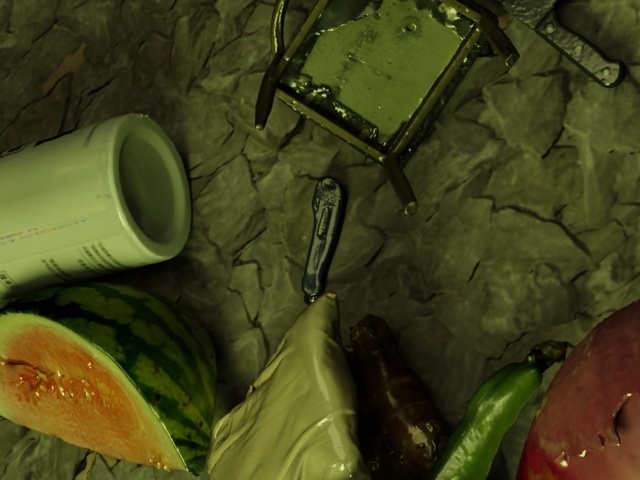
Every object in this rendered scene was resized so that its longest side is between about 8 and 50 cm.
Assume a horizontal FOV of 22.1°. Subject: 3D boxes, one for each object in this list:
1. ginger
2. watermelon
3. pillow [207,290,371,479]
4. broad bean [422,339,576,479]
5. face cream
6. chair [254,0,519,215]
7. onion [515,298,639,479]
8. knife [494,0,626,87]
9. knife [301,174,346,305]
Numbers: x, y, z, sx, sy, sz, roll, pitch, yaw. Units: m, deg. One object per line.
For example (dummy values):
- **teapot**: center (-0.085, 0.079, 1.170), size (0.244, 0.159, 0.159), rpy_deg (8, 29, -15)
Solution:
- **ginger**: center (0.047, 0.149, 1.399), size (0.103, 0.073, 0.162), rpy_deg (-31, 60, 6)
- **watermelon**: center (-0.217, 0.100, 1.502), size (0.303, 0.128, 0.159), rpy_deg (11, 73, 40)
- **pillow**: center (-0.029, 0.184, 1.366), size (0.270, 0.067, 0.173), rpy_deg (-53, 43, 47)
- **broad bean**: center (0.110, 0.212, 1.328), size (0.318, 0.098, 0.056), rpy_deg (-54, 48, 5)
- **face cream**: center (-0.319, -0.013, 1.601), size (0.369, 0.145, 0.145), rpy_deg (-13, 69, 23)
- **chair**: center (0.048, -0.165, 1.439), size (0.188, 0.166, 0.272), rpy_deg (-56, 15, 15)
- **onion**: center (0.321, 0.192, 1.124), size (0.358, 0.345, 0.358), rpy_deg (1, 92, 33)
- **knife**: center (0.190, -0.227, 1.450), size (0.072, 0.019, 0.245), rpy_deg (-47, 66, 5)
- **knife**: center (0.000, 0.000, 1.500), size (0.031, 0.018, 0.121), rpy_deg (10, 80, 23)
